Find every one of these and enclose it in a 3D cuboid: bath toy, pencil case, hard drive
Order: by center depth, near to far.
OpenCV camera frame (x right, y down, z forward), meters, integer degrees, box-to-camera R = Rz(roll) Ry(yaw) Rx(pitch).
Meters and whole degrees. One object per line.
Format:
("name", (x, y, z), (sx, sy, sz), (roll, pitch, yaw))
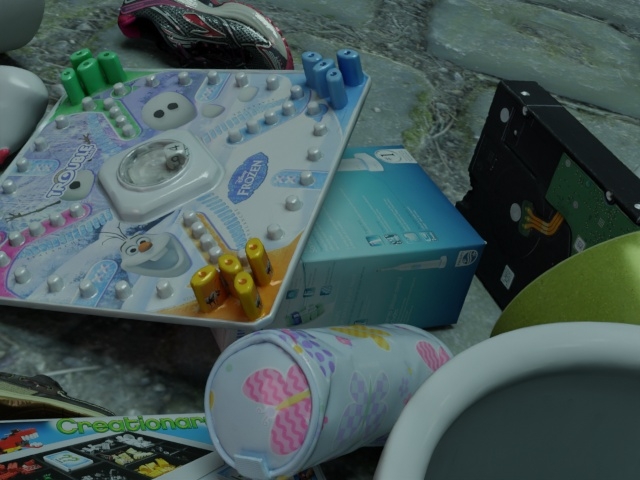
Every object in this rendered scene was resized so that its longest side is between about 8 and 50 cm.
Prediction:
("pencil case", (0.019, 0.136, 0.834), (0.113, 0.124, 0.273), (19, 6, 32))
("hard drive", (0.274, -0.004, 1.097), (0.064, 0.237, 0.339), (-2, 37, -23))
("bath toy", (-0.482, -0.185, 1.099), (0.151, 0.129, 0.348), (-6, -21, 40))

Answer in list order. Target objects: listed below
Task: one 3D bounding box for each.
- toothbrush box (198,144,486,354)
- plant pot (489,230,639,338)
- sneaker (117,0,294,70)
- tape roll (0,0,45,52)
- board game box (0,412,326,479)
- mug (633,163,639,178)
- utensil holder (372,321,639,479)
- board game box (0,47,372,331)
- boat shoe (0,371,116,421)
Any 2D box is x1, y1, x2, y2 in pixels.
("toothbrush box", (0.000, 0.000, 1.086), (0.296, 0.126, 0.216), (-5, 38, -26))
("plant pot", (0.317, 0.185, 0.816), (0.275, 0.274, 0.293), (3, 48, -17))
("sneaker", (-0.177, -0.316, 1.503), (0.299, 0.121, 0.112), (25, 65, 14))
("tape roll", (-0.525, -0.367, 1.312), (0.246, 0.246, 0.169), (33, 39, 25))
("board game box", (-0.132, 0.224, 0.760), (0.305, 0.053, 0.193), (3, 35, -27))
("mug", (0.529, 0.040, 1.142), (0.328, 0.276, 0.374), (25, 5, 27))
("utensil holder", (0.143, 0.292, 0.500), (0.328, 0.385, 0.327), (9, 35, -7))
("board game box", (-0.179, -0.082, 1.022), (0.390, 0.050, 0.390), (4, 46, 19))
("boat shoe", (-0.253, 0.144, 0.853), (0.152, 0.056, 0.049), (14, 40, -1))
